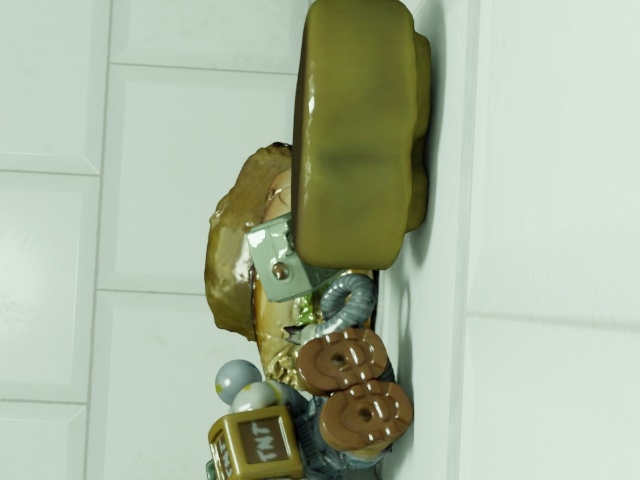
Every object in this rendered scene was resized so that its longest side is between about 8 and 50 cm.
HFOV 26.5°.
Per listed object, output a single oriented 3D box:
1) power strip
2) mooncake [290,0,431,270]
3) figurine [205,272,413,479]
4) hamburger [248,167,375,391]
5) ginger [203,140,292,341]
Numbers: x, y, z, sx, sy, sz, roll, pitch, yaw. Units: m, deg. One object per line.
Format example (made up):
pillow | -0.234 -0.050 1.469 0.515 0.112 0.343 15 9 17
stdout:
power strip | 0.000 -0.001 1.360 0.078 0.052 0.272 71 -160 -4
mooncake | 0.033 -0.097 1.191 0.235 0.117 0.235 -179 90 -89
figurine | -0.020 0.223 1.322 0.382 0.186 0.261 111 152 -59
hamburger | -0.007 0.053 1.594 0.243 0.146 0.286 84 -175 -66
ginger | -0.060 0.026 1.886 0.269 0.200 0.223 97 177 -48
